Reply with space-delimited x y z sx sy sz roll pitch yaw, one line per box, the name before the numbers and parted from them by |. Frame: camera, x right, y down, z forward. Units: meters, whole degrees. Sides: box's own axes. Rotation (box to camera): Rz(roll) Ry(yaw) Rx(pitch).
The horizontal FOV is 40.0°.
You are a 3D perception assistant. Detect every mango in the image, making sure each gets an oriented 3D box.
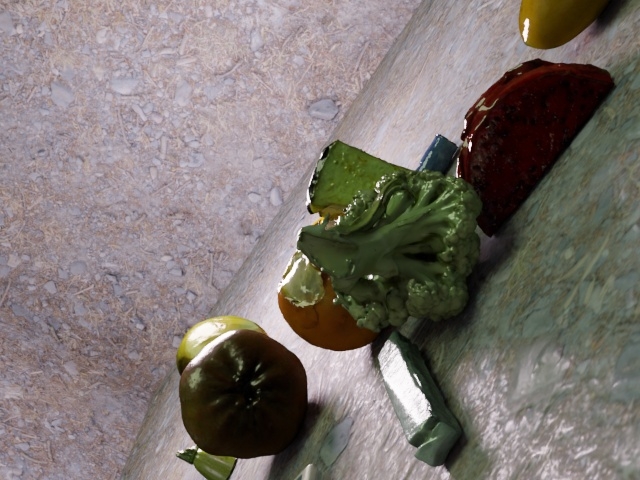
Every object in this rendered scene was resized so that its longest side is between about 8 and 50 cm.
mango | 0.447 -0.484 1.543 0.317 0.173 0.211 -67 12 -10

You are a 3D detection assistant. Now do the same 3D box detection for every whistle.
whistle | 0.193 -0.083 1.864 0.304 0.062 0.062 -59 11 -4

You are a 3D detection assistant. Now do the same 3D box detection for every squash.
squash | -0.281 0.528 2.138 0.105 0.132 0.105 -58 10 17

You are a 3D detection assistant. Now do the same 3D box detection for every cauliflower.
cauliflower | 0.118 0.035 1.388 0.281 0.260 0.327 -41 -14 -49

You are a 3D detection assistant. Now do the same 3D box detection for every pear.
pear | 0.128 -0.081 1.756 0.164 0.255 0.238 -68 -16 4

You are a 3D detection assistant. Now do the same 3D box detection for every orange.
orange | 0.034 0.092 1.671 0.240 0.240 0.240 -55 11 16

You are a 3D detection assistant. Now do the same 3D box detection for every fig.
fig | -0.256 0.322 2.407 0.271 0.239 0.239 -28 20 14

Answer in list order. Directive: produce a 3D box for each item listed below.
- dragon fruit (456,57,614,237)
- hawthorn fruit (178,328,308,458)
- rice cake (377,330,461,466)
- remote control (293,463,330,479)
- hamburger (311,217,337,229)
dragon fruit | 0.300 -0.190 1.434 0.317 0.152 0.205 -56 10 19
hawthorn fruit | -0.158 0.327 1.827 0.268 0.268 0.301 -61 1 -12
rice cake | 0.137 0.221 1.269 0.066 0.063 0.336 -60 10 11
remote control | -0.080 0.501 1.497 0.277 0.055 0.103 -53 13 31
hamburger | 0.000 0.000 2.473 0.141 0.081 0.126 -43 17 16
